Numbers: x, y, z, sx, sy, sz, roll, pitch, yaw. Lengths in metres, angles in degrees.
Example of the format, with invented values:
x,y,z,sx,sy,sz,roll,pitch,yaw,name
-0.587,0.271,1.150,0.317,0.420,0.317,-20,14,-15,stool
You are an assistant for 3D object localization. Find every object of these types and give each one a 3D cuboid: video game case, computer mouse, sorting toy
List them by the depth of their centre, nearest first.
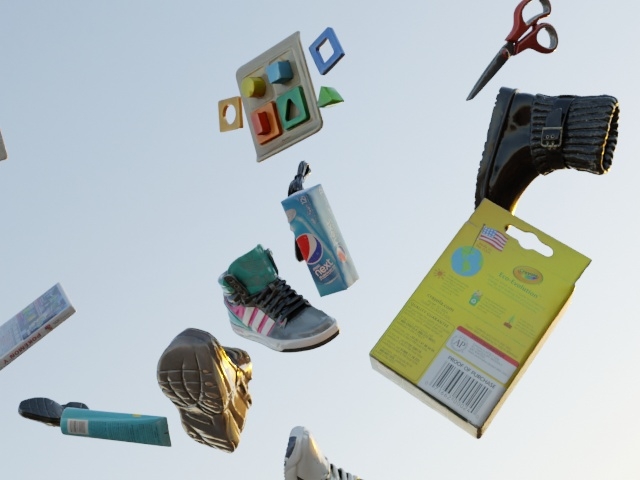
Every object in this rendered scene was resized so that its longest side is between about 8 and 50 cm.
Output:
x,y,z,sx,sy,sz,roll,pitch,yaw,name
-0.087,-0.257,1.925,0.047,0.196,0.347,-2,-15,-44,sorting toy
-0.540,0.159,1.967,0.183,0.023,0.201,-39,19,-10,video game case
-0.036,-0.046,2.570,0.060,0.184,0.262,5,-63,10,computer mouse

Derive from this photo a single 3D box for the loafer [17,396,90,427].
x,y,z,sx,sy,sz,roll,pitch,yaw,name
-0.587,0.386,2.330,0.170,0.062,0.061,18,-56,-38,loafer

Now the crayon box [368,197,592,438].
x,y,z,sx,sy,sz,roll,pitch,yaw,name
0.247,0.115,1.631,0.318,0.202,0.081,-52,-20,-15,crayon box

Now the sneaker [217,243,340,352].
x,y,z,sx,sy,sz,roll,pitch,yaw,name
-0.092,0.098,2.006,0.124,0.295,0.178,-35,-63,-34,sneaker

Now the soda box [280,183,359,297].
x,y,z,sx,sy,sz,roll,pitch,yaw,name
0.000,0.000,2.116,0.067,0.210,0.071,-19,9,28,soda box

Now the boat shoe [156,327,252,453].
x,y,z,sx,sy,sz,roll,pitch,yaw,name
-0.191,0.238,1.846,0.355,0.132,0.130,89,-157,-55,boat shoe

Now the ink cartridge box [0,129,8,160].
x,y,z,sx,sy,sz,roll,pitch,yaw,name
-0.461,-0.113,1.207,0.134,0.078,0.231,-22,17,-32,ink cartridge box

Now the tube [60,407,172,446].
x,y,z,sx,sy,sz,roll,pitch,yaw,name
-0.383,0.350,2.004,0.207,0.052,0.080,5,-47,10,tube

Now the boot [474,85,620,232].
x,y,z,sx,sy,sz,roll,pitch,yaw,name
0.471,-0.150,2.229,0.131,0.260,0.348,0,-78,-68,boot

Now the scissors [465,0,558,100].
x,y,z,sx,sy,sz,roll,pitch,yaw,name
0.315,-0.333,1.811,0.297,0.109,0.021,-33,18,-36,scissors

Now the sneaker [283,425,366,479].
x,y,z,sx,sy,sz,roll,pitch,yaw,name
0.037,0.374,1.612,0.153,0.094,0.235,-3,-63,15,sneaker
